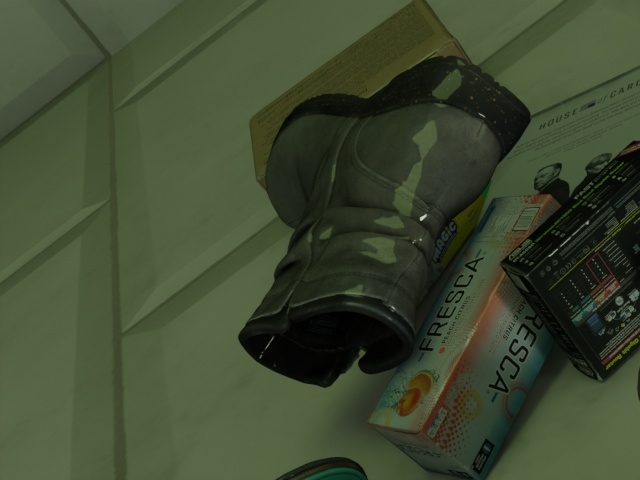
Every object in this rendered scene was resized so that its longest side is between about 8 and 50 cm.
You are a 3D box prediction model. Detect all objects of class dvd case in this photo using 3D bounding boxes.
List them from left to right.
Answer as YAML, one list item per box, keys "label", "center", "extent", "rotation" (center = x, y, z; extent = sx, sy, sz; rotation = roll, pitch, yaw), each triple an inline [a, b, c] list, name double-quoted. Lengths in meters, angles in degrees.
- label: "dvd case"
  center: [0.201, -0.047, 0.948]
  extent: [0.179, 0.029, 0.238]
  rotation: [-23, 26, 36]

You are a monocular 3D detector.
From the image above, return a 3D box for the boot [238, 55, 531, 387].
- label: "boot"
  center: [0.000, 0.000, 0.935]
  extent: [0.222, 0.118, 0.338]
  rotation: [-60, 13, -20]

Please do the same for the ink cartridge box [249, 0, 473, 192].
- label: "ink cartridge box"
  center: [0.046, -0.131, 1.282]
  extent: [0.235, 0.088, 0.193]
  rotation: [-34, 23, 10]

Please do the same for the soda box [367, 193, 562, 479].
- label: "soda box"
  center: [0.107, 0.059, 0.804]
  extent: [0.058, 0.063, 0.183]
  rotation: [-2, 51, 58]

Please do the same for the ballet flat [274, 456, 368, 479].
- label: "ballet flat"
  center: [-0.055, 0.209, 0.795]
  extent: [0.203, 0.074, 0.074]
  rotation: [-46, 23, -13]

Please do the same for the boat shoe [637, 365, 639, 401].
- label: "boat shoe"
  center: [0.204, 0.094, 0.423]
  extent: [0.355, 0.130, 0.132]
  rotation: [-164, 90, -83]

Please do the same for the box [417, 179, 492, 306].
- label: "box"
  center: [0.065, 0.007, 1.042]
  extent: [0.105, 0.043, 0.179]
  rotation: [-9, 34, 52]

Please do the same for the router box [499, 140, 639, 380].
- label: "router box"
  center: [0.184, 0.011, 0.773]
  extent: [0.122, 0.092, 0.038]
  rotation: [-41, 21, -7]
